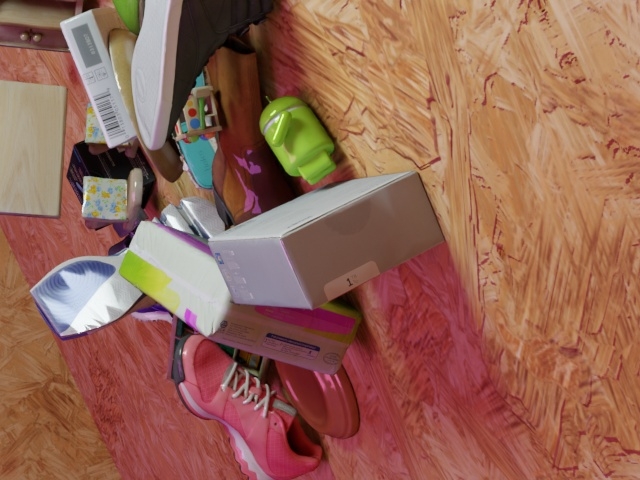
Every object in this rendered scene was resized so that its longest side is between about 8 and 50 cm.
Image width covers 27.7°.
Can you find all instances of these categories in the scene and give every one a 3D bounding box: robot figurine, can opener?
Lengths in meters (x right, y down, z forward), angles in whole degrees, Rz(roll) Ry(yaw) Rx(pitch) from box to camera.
[{"bbox_3d":[-0.028,-0.124,1.556,0.115,0.067,0.101,57,-172,15],"label":"robot figurine"},{"bbox_3d":[-0.337,-0.016,2.332,0.095,0.076,0.283,55,160,-6],"label":"can opener"}]

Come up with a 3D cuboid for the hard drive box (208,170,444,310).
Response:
[{"bbox_3d":[0.000,0.000,1.479,0.232,0.181,0.089,-3,112,67],"label":"hard drive box"}]

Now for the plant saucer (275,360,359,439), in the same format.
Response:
[{"bbox_3d":[-0.013,0.209,1.921,0.200,0.037,0.200,48,154,34],"label":"plant saucer"}]

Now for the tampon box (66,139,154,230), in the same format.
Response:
[{"bbox_3d":[-0.370,-0.110,2.277,0.120,0.101,0.161,61,158,8],"label":"tampon box"}]

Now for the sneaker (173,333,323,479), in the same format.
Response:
[{"bbox_3d":[-0.104,0.256,2.038,0.136,0.116,0.314,-18,120,34],"label":"sneaker"}]

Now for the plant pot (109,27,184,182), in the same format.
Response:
[{"bbox_3d":[-0.241,-0.199,1.873,0.236,0.032,0.236,-20,-90,-83],"label":"plant pot"}]

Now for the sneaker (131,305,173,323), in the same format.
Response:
[{"bbox_3d":[-0.271,0.067,2.262,0.293,0.102,0.146,12,125,53],"label":"sneaker"}]

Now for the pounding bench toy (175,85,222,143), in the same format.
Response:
[{"bbox_3d":[-0.157,-0.160,1.656,0.083,0.052,0.065,176,81,-71],"label":"pounding bench toy"}]

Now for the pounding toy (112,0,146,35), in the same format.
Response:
[{"bbox_3d":[-0.238,-0.366,1.575,0.110,0.183,0.237,15,144,4],"label":"pounding toy"}]

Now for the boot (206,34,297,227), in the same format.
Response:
[{"bbox_3d":[-0.071,-0.119,1.667,0.264,0.096,0.280,-128,29,-51],"label":"boot"}]

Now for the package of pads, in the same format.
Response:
[{"bbox_3d":[-0.108,0.073,1.755,0.296,0.229,0.101,28,97,54],"label":"package of pads"}]

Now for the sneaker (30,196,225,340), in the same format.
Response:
[{"bbox_3d":[-0.281,0.070,2.044,0.127,0.315,0.182,56,169,20],"label":"sneaker"}]

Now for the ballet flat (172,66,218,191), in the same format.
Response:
[{"bbox_3d":[-0.181,-0.185,1.821,0.077,0.091,0.241,-84,-17,-69],"label":"ballet flat"}]

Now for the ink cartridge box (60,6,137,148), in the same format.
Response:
[{"bbox_3d":[-0.299,-0.244,1.899,0.232,0.066,0.189,-96,-15,-79],"label":"ink cartridge box"}]

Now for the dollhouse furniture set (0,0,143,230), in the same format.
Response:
[{"bbox_3d":[-0.454,-0.237,2.024,0.256,0.362,0.394,128,143,-67],"label":"dollhouse furniture set"}]

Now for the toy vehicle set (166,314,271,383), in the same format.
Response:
[{"bbox_3d":[-0.167,0.196,2.135,0.166,0.035,0.267,25,149,6],"label":"toy vehicle set"}]

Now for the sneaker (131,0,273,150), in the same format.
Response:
[{"bbox_3d":[-0.136,-0.235,1.539,0.104,0.147,0.296,53,140,42],"label":"sneaker"}]
